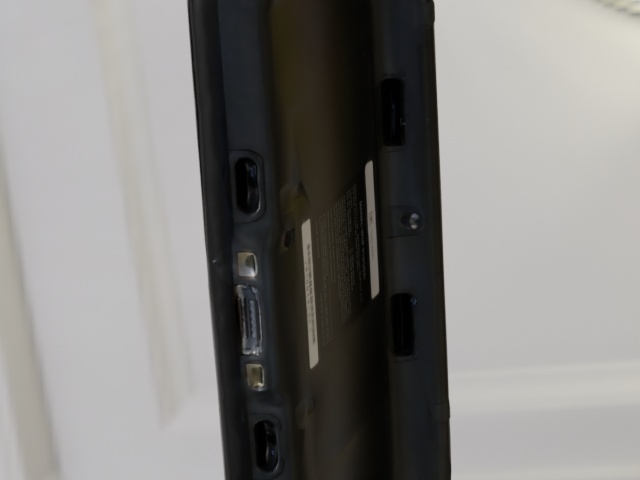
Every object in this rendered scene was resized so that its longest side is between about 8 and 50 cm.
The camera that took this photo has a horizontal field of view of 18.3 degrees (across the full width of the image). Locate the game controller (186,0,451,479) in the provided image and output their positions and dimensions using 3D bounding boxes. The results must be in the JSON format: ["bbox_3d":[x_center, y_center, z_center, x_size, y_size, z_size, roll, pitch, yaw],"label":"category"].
[{"bbox_3d":[0.000,0.000,0.743,0.166,0.067,0.319,-34,-55,-56],"label":"game controller"}]
